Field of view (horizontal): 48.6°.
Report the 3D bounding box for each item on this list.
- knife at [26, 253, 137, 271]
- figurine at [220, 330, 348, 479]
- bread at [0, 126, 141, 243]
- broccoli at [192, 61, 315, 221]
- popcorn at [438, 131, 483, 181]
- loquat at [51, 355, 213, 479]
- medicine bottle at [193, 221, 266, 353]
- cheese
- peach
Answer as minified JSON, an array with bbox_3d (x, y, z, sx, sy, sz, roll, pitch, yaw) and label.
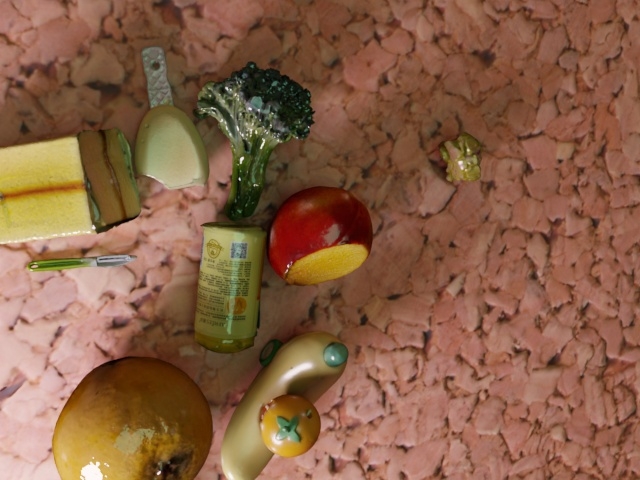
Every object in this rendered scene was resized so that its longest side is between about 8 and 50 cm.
[{"bbox_3d":[-0.416,0.039,1.243,0.184,0.026,0.022,-4,59,-17],"label":"knife"},{"bbox_3d":[-0.064,0.311,1.298,0.124,0.222,0.324,37,83,-22],"label":"figurine"},{"bbox_3d":[-0.463,-0.093,1.201,0.264,0.163,0.167,-5,101,12],"label":"bread"},{"bbox_3d":[-0.144,-0.183,1.257,0.199,0.177,0.274,30,103,-19],"label":"broccoli"},{"bbox_3d":[0.288,-0.166,1.434,0.089,0.109,0.096,-10,63,11],"label":"popcorn"},{"bbox_3d":[-0.313,0.329,1.196,0.263,0.263,0.263,-3,98,-20],"label":"loquat"},{"bbox_3d":[-0.165,0.087,1.288,0.124,0.124,0.238,3,98,-20],"label":"medicine bottle"},{"bbox_3d":[-0.276,-0.212,1.244,0.127,0.050,0.255,-11,94,-4],"label":"cheese"},{"bbox_3d":[0.000,0.000,1.300,0.190,0.190,0.192,29,67,-21],"label":"peach"}]
